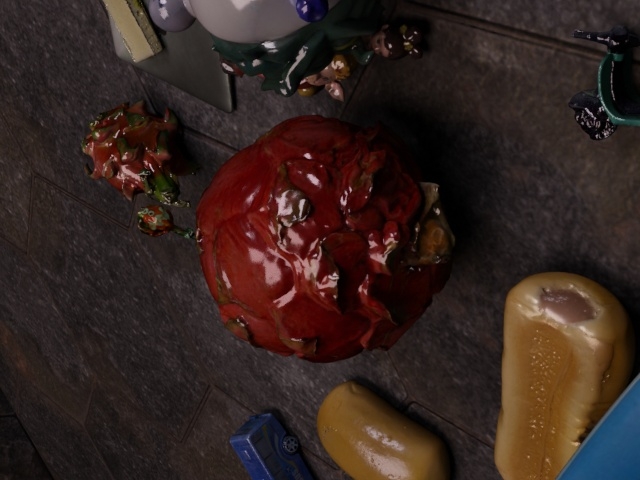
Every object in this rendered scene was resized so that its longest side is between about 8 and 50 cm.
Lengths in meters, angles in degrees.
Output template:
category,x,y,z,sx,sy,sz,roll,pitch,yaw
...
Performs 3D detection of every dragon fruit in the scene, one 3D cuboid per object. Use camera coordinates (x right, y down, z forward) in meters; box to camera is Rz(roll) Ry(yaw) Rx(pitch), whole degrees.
category,x,y,z,sx,sy,sz,roll,pitch,yaw
dragon fruit,-0.256,-0.119,1.348,0.235,0.137,0.135,30,141,29
dragon fruit,0.000,0.000,1.018,0.342,0.277,0.278,-16,105,49

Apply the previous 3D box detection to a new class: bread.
category,x,y,z,sx,sy,sz,roll,pitch,yaw
bread,-0.271,-0.323,1.262,0.068,0.028,0.154,-5,115,54
bread,0.084,0.305,1.317,0.217,0.098,0.147,29,141,36
bread,0.262,0.170,0.986,0.142,0.091,0.305,34,141,39

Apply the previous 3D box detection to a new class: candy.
category,x,y,z,sx,sy,sz,roll,pitch,yaw
candy,-0.197,-0.009,1.371,0.184,0.049,0.055,25,175,-40

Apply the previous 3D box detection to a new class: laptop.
category,x,y,z,sx,sy,sz,roll,pitch,yaw
laptop,-0.217,-0.298,1.255,0.269,0.015,0.188,30,138,33

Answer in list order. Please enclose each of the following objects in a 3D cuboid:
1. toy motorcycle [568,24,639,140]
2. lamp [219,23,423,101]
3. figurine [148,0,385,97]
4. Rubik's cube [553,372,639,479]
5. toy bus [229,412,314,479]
category,x,y,z,sx,sy,sz,roll,pitch,yaw
toy motorcycle,0.283,-0.127,0.749,0.173,0.058,0.100,12,120,44
lamp,-0.011,-0.211,0.991,0.253,0.118,0.118,25,135,39
figurine,-0.069,-0.310,0.881,0.261,0.186,0.382,-39,61,20
Rubik's cube,0.353,0.345,0.725,0.351,0.347,0.352,24,154,42
toy bus,-0.066,0.420,1.594,0.079,0.094,0.237,-20,101,55
